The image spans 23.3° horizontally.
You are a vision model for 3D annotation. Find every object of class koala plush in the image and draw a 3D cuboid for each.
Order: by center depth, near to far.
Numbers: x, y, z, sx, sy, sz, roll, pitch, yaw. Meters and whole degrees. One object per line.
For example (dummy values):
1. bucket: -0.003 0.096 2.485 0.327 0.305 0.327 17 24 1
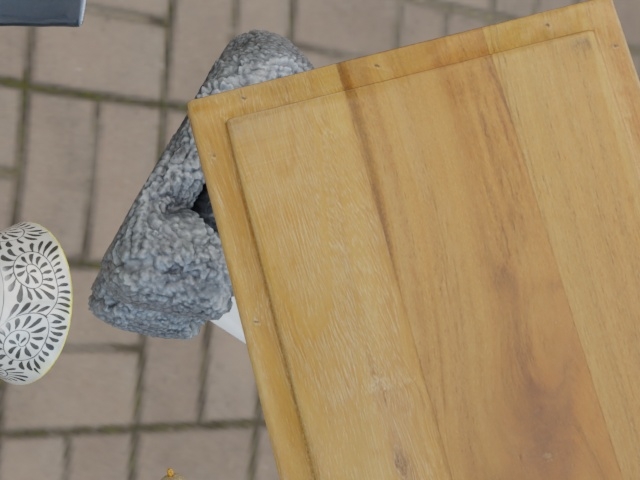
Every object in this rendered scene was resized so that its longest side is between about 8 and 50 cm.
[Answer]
1. koala plush: 0.000 0.000 0.962 0.221 0.196 0.203 29 77 -5

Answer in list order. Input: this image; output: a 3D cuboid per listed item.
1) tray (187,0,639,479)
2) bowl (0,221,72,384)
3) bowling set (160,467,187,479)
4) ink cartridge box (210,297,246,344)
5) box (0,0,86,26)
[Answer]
1. tray: 0.088 0.110 0.674 0.203 0.076 0.411 -15 74 -2
2. bowl: -0.336 0.063 1.589 0.080 0.170 0.170 5 92 -46
3. bowling set: -0.197 0.391 1.738 0.154 0.200 0.287 -41 119 -51
4. ink cartridge box: -0.056 -0.001 1.634 0.211 0.289 0.121 35 107 -21
5. box: -0.443 -0.363 1.514 0.395 0.293 0.212 -2 122 -21
